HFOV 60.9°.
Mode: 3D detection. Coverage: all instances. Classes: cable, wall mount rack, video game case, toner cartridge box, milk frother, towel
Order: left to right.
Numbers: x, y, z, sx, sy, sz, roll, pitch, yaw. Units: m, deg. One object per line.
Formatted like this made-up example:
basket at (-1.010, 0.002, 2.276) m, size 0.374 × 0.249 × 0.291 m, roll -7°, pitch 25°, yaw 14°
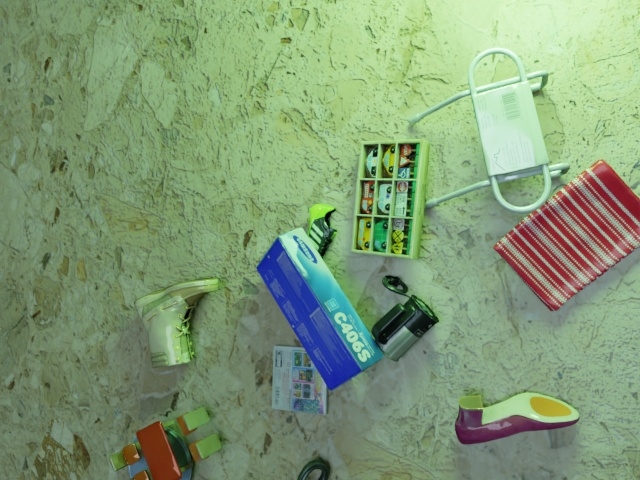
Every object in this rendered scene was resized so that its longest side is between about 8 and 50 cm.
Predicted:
cable at (-0.073, 0.653, 1.298) m, size 0.139 × 0.072 × 0.287 m, roll 16°, pitch 85°, yaw -7°
video game case at (-0.050, 0.340, 1.337) m, size 0.143 × 0.019 × 0.157 m, roll 0°, pitch 86°, yaw 20°
toner cartridge box at (-0.010, 0.159, 1.256) m, size 0.348 × 0.075 × 0.165 m, roll 57°, pitch 142°, yaw 13°
milk frother at (0.167, 0.171, 1.234) m, size 0.135 × 0.129 × 0.143 m, roll -47°, pitch 30°, yaw 12°
wall mount rack at (0.350, -0.212, 1.167) m, size 0.304 × 0.130 × 0.350 m, roll -12°, pitch 83°, yaw 16°
towel at (0.519, -0.005, 1.100) m, size 0.275 × 0.031 × 0.199 m, roll -42°, pitch 96°, yaw 14°

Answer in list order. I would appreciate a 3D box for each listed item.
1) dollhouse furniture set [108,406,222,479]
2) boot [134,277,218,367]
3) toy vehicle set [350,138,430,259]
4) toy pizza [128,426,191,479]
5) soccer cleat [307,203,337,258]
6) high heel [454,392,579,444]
dollhouse furniture set at (-0.380, 0.582, 1.351) m, size 0.262 × 0.135 × 0.259 m, roll -31°, pitch 77°, yaw 15°
boot at (-0.357, 0.216, 1.418) m, size 0.262 × 0.095 × 0.203 m, roll -20°, pitch 80°, yaw 20°
toy vehicle set at (0.158, -0.096, 1.249) m, size 0.166 × 0.035 × 0.266 m, roll 4°, pitch 89°, yaw 38°
toy pizza at (-0.428, 0.595, 1.457) m, size 0.201 × 0.032 × 0.201 m, roll -1°, pitch 86°, yaw 19°
soccer cleat at (0.000, 0.000, 1.317) m, size 0.072 × 0.060 × 0.179 m, roll 4°, pitch 86°, yaw 17°
high heel at (0.409, 0.390, 1.145) m, size 0.244 × 0.082 × 0.117 m, roll -3°, pitch 118°, yaw 7°
